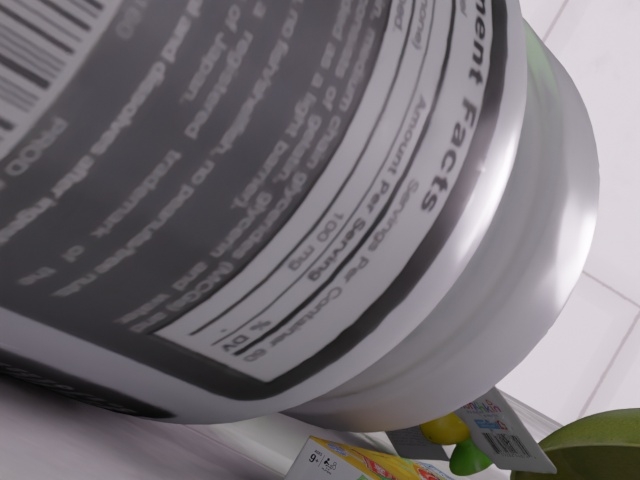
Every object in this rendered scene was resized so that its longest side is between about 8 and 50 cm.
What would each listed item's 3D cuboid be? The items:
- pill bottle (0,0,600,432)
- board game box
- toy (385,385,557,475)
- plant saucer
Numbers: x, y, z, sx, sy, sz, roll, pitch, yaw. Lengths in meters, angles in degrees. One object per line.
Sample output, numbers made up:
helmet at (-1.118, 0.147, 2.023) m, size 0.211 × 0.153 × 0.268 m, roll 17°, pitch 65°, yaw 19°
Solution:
pill bottle at (-0.067, -0.063, 0.486) m, size 0.210 × 0.210 × 0.363 m, roll 30°, pitch 0°, yaw 36°
board game box at (0.055, 0.112, 0.594) m, size 0.103 × 0.026 × 0.154 m, roll 31°, pitch 0°, yaw 21°
toy at (0.029, 0.013, 0.843) m, size 0.137 × 0.056 × 0.237 m, roll -5°, pitch -59°, yaw 58°
plant saucer at (0.230, 0.148, 0.952) m, size 0.241 × 0.037 × 0.241 m, roll 14°, pitch -23°, yaw 6°
